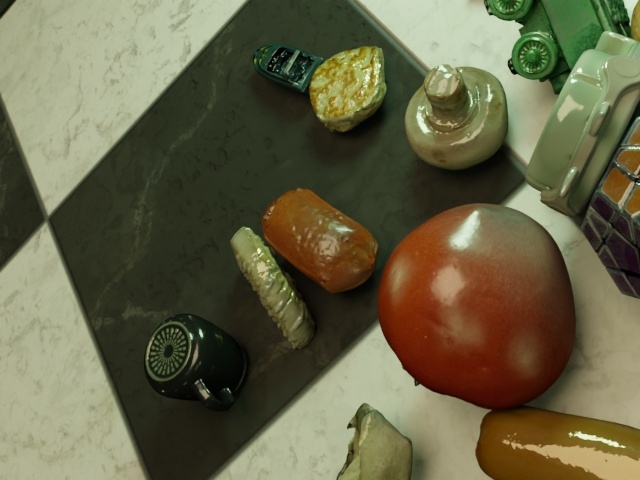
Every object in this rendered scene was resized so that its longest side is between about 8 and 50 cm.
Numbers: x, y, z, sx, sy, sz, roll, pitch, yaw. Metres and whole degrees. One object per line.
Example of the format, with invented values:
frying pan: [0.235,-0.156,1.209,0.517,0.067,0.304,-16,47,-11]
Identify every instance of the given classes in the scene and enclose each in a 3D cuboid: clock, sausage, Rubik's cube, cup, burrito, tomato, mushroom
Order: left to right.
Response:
cup: [-0.238,0.261,1.721,0.169,0.176,0.223,-45,53,8]
sausage: [-0.001,0.001,1.680,0.268,0.153,0.141,36,87,40]
burrito: [0.072,0.444,1.423,0.135,0.190,0.332,16,80,5]
mushroom: [0.242,-0.227,1.587,0.206,0.209,0.206,5,99,37]
tomato: [0.246,0.093,1.341,0.321,0.321,0.321,-16,60,31]
clock: [0.408,-0.174,1.318,0.108,0.324,0.265,27,117,13]
sausage: [0.403,0.327,1.252,0.354,0.116,0.134,5,62,35]
Rubik's cube: [0.535,-0.047,1.223,0.264,0.319,0.319,29,88,16]

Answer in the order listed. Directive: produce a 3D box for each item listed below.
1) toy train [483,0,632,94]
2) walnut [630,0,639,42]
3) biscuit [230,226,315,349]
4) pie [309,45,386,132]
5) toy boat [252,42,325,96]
toy train: [0.419,-0.398,1.517,0.202,0.145,0.266,-23,88,35]
walnut: [0.588,-0.344,1.415,0.144,0.144,0.180,-13,52,32]
biscuit: [-0.103,0.074,1.723,0.084,0.179,0.281,-32,58,-5]
pie: [0.065,-0.325,1.832,0.179,0.084,0.205,-19,57,28]
toy boat: [-0.082,-0.402,1.972,0.246,0.103,0.093,31,90,45]
